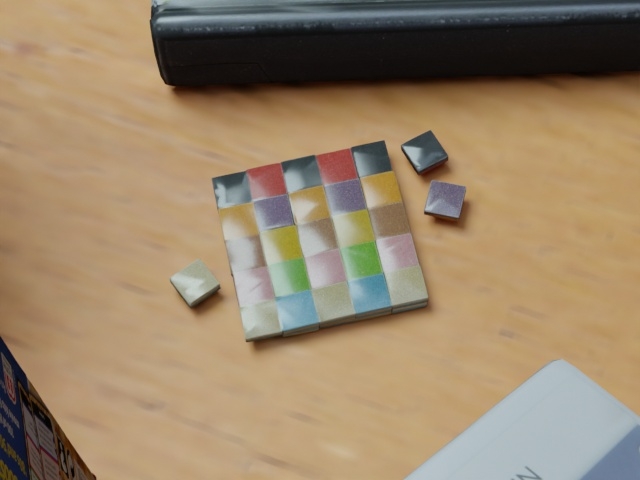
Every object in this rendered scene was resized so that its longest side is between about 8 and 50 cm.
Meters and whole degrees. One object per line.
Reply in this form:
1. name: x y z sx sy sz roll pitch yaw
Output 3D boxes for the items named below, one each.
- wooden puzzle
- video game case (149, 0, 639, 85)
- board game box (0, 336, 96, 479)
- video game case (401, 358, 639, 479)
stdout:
1. wooden puzzle: 0.000 0.000 0.464 0.083 0.006 0.049 -12 65 -3
2. video game case: 0.088 -0.164 0.522 0.275 0.035 0.248 -2 64 1
3. board game box: -0.066 0.119 0.333 0.045 0.146 0.193 -11 64 0
4. video game case: 0.081 0.121 0.338 0.201 0.023 0.183 38 36 18
